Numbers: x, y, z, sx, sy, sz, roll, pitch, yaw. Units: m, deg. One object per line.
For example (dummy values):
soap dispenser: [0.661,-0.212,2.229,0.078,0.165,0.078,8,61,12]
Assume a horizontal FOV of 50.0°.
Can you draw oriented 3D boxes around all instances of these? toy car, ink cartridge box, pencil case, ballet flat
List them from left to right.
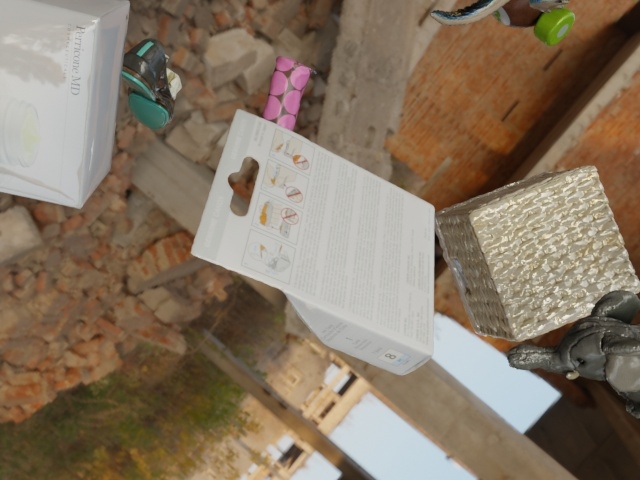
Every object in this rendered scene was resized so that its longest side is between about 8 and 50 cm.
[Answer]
ballet flat: [-0.297,-0.280,1.238,0.096,0.095,0.280,-61,-175,-11]
pencil case: [-0.083,-0.290,1.504,0.098,0.095,0.209,-142,-110,-73]
ink cartridge box: [0.000,0.000,1.059,0.091,0.385,0.308,-48,-155,45]
toy car: [0.240,-0.341,0.869,0.188,0.155,0.149,-18,147,-44]

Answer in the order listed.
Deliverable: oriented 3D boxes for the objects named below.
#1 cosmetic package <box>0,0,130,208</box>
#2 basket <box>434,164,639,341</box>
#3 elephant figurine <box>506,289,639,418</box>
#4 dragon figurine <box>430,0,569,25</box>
cosmetic package: [-0.355,-0.181,0.786,0.138,0.225,0.223,-94,-163,-63]
basket: [0.480,0.028,1.573,0.332,0.328,0.266,-21,180,-4]
elephant figurine: [0.437,0.162,1.009,0.185,0.240,0.169,-62,-159,-7]
dragon figurine: [0.222,-0.286,0.605,0.289,0.143,0.085,-16,-172,8]
